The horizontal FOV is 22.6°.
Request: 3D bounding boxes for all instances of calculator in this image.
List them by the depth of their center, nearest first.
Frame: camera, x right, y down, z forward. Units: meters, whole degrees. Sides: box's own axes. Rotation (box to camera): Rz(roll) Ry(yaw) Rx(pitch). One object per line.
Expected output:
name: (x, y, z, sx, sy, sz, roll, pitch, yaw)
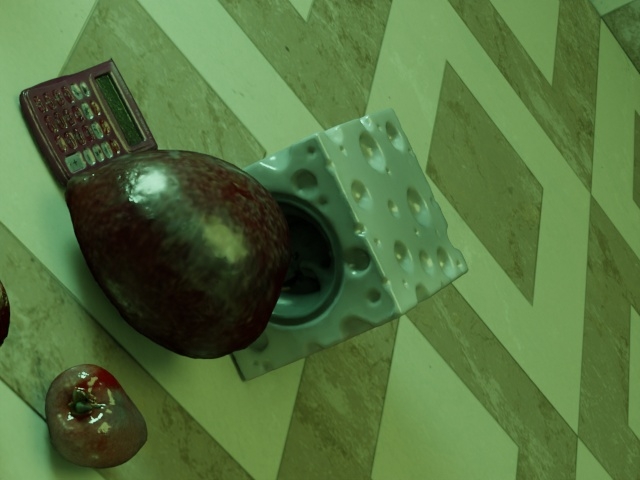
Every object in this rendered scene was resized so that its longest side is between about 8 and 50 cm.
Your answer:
calculator: (-0.273, -0.139, 1.878, 0.190, 0.034, 0.127, -31, 96, -55)

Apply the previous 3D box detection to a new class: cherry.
cherry: (-0.233, 0.188, 1.640, 0.106, 0.087, 0.126, -90, 162, -48)
cherry: (-0.153, 0.007, 1.798, 0.300, 0.203, 0.230, 32, 47, -24)

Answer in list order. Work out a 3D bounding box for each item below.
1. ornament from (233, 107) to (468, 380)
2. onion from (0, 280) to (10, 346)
ornament: (0.000, 0.000, 2.005, 0.239, 0.240, 0.240, 65, 28, -1)
onion: (-0.353, 0.069, 1.503, 0.131, 0.131, 0.131, 38, 39, -39)
